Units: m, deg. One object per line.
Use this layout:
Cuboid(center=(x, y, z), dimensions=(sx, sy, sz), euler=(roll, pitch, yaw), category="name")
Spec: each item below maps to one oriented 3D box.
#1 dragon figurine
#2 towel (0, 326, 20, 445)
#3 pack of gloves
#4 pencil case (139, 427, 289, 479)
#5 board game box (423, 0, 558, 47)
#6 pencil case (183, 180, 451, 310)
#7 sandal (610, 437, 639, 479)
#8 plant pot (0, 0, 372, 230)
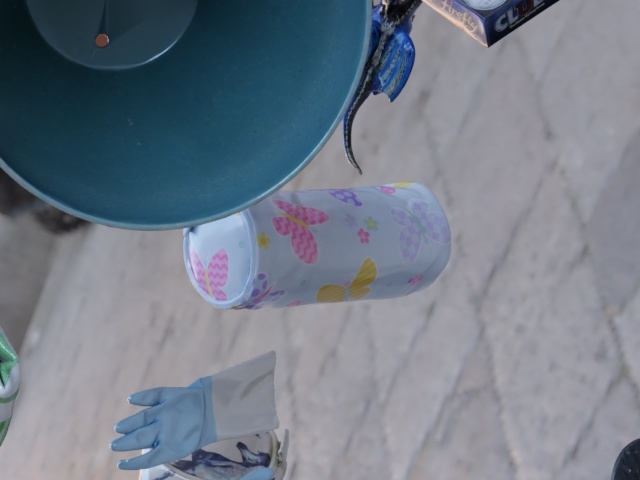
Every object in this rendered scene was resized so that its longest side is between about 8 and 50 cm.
Cuboid(center=(0.068, -0.222, 2.159), dimensions=(0.144, 0.085, 0.289), euler=(-98, 30, -81), category="dragon figurine")
Cuboid(center=(-0.341, 0.106, 1.411), dimensions=(0.248, 0.038, 0.325), euler=(55, 137, 18), category="towel")
Cuboid(center=(-0.105, 0.225, 1.713), dimensions=(0.046, 0.232, 0.195), euler=(8, 104, 40), category="pack of gloves")
Cuboid(center=(-0.143, 0.398, 2.092), dimensions=(0.160, 0.183, 0.410), euler=(-109, 27, -65), category="pencil case")
Cuboid(center=(0.209, -0.310, 1.829), dimensions=(0.165, 0.243, 0.042), euler=(41, 157, 37), category="board game box")
Cuboid(center=(0.000, 0.000, 1.735), dimensions=(0.113, 0.273, 0.124), euler=(-50, 58, 39), category="pencil case")
Cuboid(center=(0.389, 0.448, 2.077), dimensions=(0.107, 0.167, 0.445), euler=(75, -152, -59), category="sandal")
Cuboid(center=(-0.131, -0.173, 1.264), dimensions=(0.290, 0.290, 0.195), euler=(-67, 22, 9), category="plant pot")
